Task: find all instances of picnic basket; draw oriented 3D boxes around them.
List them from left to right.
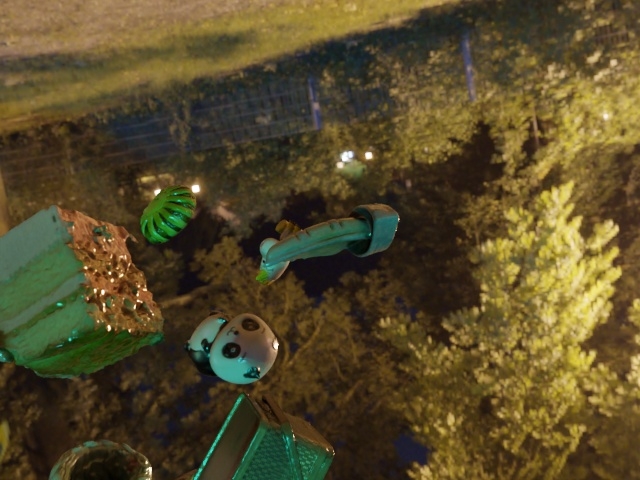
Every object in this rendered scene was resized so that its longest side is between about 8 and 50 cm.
[{"bbox_3d":[-0.109,0.392,1.119,0.139,0.267,0.165,29,175,-19],"label":"picnic basket"}]

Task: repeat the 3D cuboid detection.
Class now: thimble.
[{"bbox_3d":[-0.438,0.496,1.337,0.185,0.149,0.211,23,-161,19],"label":"thimble"}]

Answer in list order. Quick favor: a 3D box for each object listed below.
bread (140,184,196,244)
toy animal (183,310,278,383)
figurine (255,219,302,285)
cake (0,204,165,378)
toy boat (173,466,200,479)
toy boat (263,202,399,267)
[{"bbox_3d":[-0.327,-0.060,1.477,0.139,0.071,0.130,-40,-142,6],"label":"bread"},{"bbox_3d":[-0.224,0.284,1.831,0.235,0.165,0.187,1,-134,46],"label":"toy animal"},{"bbox_3d":[-0.097,0.036,1.710,0.109,0.130,0.178,30,-124,19],"label":"figurine"},{"bbox_3d":[-0.558,0.127,1.523,0.293,0.307,0.314,-28,162,6],"label":"cake"},{"bbox_3d":[-0.227,0.558,1.582,0.099,0.109,0.292,16,-173,42],"label":"toy boat"},{"bbox_3d":[0.027,-0.004,1.537,0.293,0.111,0.276,-14,173,2],"label":"toy boat"}]
